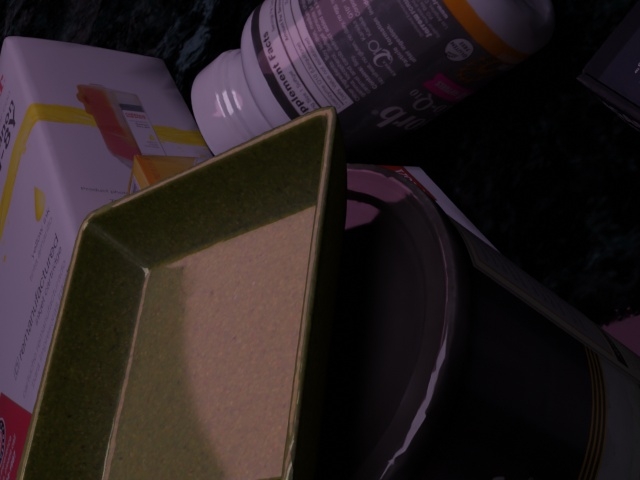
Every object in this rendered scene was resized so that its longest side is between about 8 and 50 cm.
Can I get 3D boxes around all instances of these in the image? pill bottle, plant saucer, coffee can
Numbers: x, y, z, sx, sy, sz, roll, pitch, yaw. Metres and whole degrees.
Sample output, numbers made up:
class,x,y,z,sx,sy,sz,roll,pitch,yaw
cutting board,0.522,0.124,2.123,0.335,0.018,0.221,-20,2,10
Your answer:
class,x,y,z,sx,sy,sz,roll,pitch,yaw
pill bottle,0.036,-0.157,0.954,0.278,0.162,0.162,-32,44,30
plant saucer,-0.057,0.052,0.546,0.188,0.045,0.188,-20,50,38
coffee can,0.072,0.110,0.627,0.201,0.275,0.201,-27,47,33

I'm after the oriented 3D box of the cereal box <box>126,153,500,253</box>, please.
class,x,y,z,sx,sy,sz,roll,pitch,yaw
cereal box,0.000,0.000,0.827,0.173,0.240,0.047,54,137,50

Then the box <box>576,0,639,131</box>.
class,x,y,z,sx,sy,sz,roll,pitch,yaw
box,0.341,-0.140,0.681,0.295,0.073,0.293,-51,37,10

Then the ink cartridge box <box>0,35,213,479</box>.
class,x,y,z,sx,sy,sz,roll,pitch,yaw
ink cartridge box,-0.199,0.035,1.005,0.384,0.160,0.279,59,135,50
